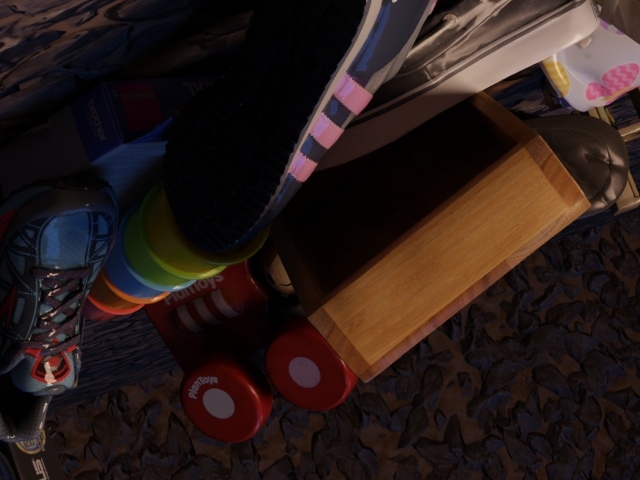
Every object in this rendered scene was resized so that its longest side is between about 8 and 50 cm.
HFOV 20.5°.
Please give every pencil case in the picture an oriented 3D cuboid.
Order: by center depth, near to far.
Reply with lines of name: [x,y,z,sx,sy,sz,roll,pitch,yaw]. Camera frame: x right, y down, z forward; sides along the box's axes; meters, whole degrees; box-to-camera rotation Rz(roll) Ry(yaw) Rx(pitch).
pencil case: [0.308,-0.214,1.514,0.273,0.113,0.124,-24,143,27]

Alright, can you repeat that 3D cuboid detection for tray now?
tray: [0.060,-0.038,1.412,0.203,0.076,0.411,-39,-163,3]

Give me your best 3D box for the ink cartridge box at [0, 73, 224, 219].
ink cartridge box: [-0.172,-0.069,1.453,0.311,0.065,0.186,-23,172,39]

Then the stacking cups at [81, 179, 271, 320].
stacking cups: [-0.144,0.017,1.535,0.096,0.096,0.316,-16,171,-28]

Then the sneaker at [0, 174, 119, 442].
sneaker: [-0.212,0.061,1.398,0.104,0.125,0.262,-1,138,-30]

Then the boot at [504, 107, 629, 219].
boot: [0.112,-0.074,1.827,0.377,0.138,0.284,-6,-175,2]

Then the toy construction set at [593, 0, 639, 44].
toy construction set: [0.320,-0.243,1.290,0.327,0.151,0.215,-26,149,-18]

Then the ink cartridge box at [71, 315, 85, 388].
ink cartridge box: [-0.337,0.095,1.738,0.224,0.045,0.223,-22,-145,14]

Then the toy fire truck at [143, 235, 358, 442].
toy fire truck: [-0.067,0.054,1.897,0.302,0.254,0.169,-24,-165,35]

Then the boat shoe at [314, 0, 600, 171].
boat shoe: [0.065,-0.147,1.356,0.301,0.102,0.108,-27,-162,0]

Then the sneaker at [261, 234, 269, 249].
sneaker: [0.000,0.000,2.038,0.235,0.153,0.094,-19,174,-8]

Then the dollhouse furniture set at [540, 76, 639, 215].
dollhouse furniture set: [0.328,-0.122,1.938,0.101,0.182,0.161,-20,172,-2]

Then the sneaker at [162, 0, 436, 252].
sneaker: [-0.003,-0.106,1.251,0.131,0.112,0.319,-21,160,-41]

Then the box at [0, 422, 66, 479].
box: [-0.400,0.202,1.965,0.216,0.270,0.060,-26,172,41]

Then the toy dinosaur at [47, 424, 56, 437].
toy dinosaur: [-0.429,0.212,2.219,0.127,0.200,0.295,-22,172,8]
